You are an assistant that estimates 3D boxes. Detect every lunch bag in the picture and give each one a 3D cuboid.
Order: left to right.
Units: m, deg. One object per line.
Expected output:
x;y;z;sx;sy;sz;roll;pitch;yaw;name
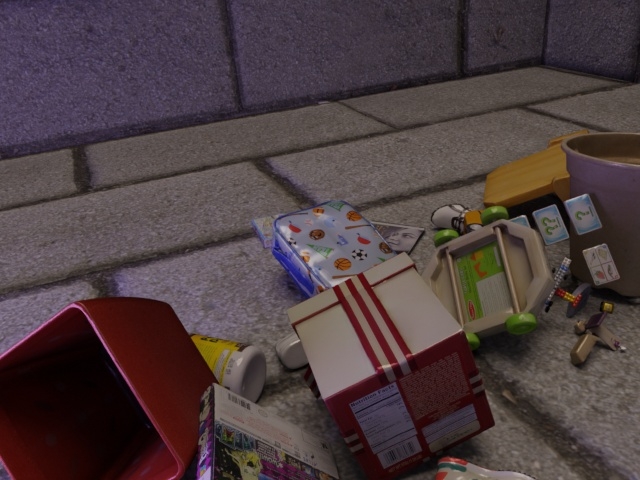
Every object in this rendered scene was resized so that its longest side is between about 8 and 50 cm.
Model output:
0.024;0.034;1.392;0.243;0.115;0.303;-22;48;-27;lunch bag

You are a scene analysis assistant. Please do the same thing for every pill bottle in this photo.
-0.217;0.237;1.088;0.215;0.117;0.117;7;29;21;pill bottle

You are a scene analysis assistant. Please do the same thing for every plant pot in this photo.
-0.312;0.235;0.900;0.267;0.267;0.236;-33;-1;19;plant pot
0.690;-0.056;1.293;0.334;0.305;0.334;-1;22;0;plant pot

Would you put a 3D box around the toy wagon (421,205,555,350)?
0.298;0.093;1.208;0.344;0.068;0.267;-28;49;33;toy wagon

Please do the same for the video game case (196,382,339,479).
-0.066;0.324;0.817;0.232;0.042;0.210;34;16;-23;video game case

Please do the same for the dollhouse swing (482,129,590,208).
0.688;-0.116;1.676;0.305;0.315;0.347;-37;11;30;dollhouse swing

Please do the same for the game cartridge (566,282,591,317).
0.553;0.124;1.254;0.017;0.056;0.083;29;41;36;game cartridge

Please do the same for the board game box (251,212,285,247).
-0.133;-0.031;1.708;0.103;0.026;0.154;-13;28;-15;board game box

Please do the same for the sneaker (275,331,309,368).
0.006;0.189;1.203;0.212;0.080;0.094;-15;17;-18;sneaker

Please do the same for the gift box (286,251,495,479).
0.101;0.211;0.957;0.255;0.276;0.258;-22;32;-4;gift box

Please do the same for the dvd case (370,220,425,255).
0.175;0.005;1.595;0.165;0.018;0.221;9;29;25;dvd case

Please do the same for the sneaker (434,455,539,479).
0.240;0.367;0.839;0.161;0.057;0.075;8;46;21;sneaker

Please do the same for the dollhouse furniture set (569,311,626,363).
0.528;0.214;1.135;0.081;0.091;0.114;43;67;3;dollhouse furniture set

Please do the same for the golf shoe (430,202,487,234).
0.397;-0.050;1.604;0.198;0.077;0.094;4;28;19;golf shoe

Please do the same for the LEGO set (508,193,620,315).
0.497;0.044;1.182;0.182;0.244;0.060;-19;-11;11;LEGO set

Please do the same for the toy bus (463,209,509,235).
0.424;0.039;1.389;0.130;0.108;0.332;-4;26;-3;toy bus
